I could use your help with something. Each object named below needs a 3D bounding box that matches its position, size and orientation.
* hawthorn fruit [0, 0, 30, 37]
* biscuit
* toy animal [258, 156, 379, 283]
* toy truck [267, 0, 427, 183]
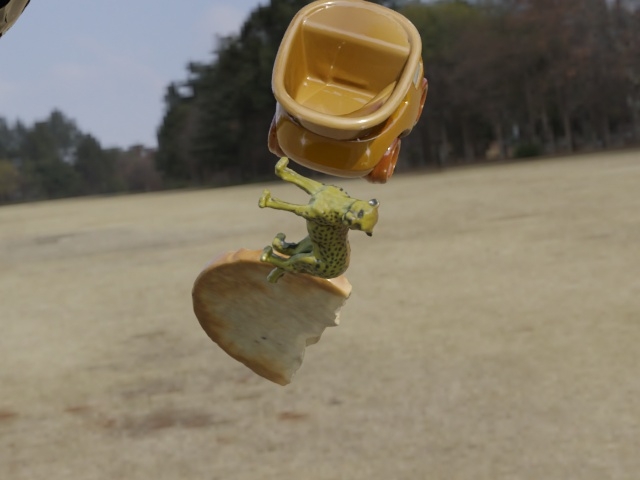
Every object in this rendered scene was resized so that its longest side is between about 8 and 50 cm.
[{"bbox_3d":[-0.445,-0.324,1.485,0.316,0.315,0.316,-7,1,0],"label":"hawthorn fruit"},{"bbox_3d":[-0.081,0.093,1.911,0.205,0.040,0.309,27,-36,-4],"label":"biscuit"},{"bbox_3d":[0.000,0.000,1.538,0.136,0.181,0.073,20,46,15],"label":"toy animal"},{"bbox_3d":[0.039,-0.214,1.958,0.204,0.288,0.211,18,-35,9],"label":"toy truck"}]
